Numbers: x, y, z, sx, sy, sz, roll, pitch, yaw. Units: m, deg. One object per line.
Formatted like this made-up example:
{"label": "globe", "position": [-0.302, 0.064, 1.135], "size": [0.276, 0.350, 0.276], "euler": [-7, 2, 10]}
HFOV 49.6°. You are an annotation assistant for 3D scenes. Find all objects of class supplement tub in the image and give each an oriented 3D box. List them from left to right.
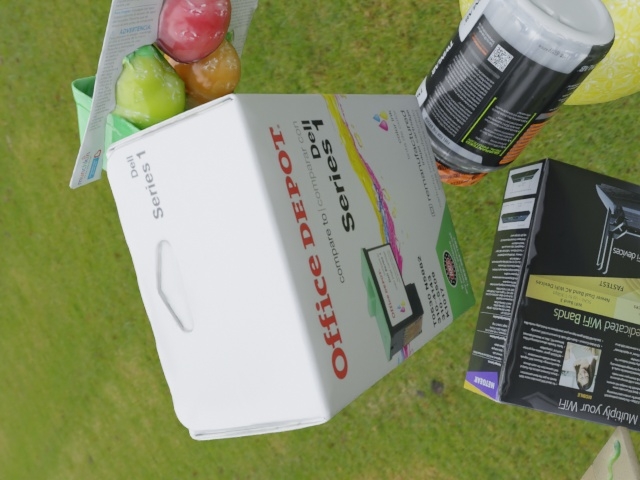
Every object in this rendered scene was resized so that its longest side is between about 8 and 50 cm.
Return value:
{"label": "supplement tub", "position": [0.160, -0.143, 0.627], "size": [0.117, 0.117, 0.190], "euler": [50, 140, 15]}

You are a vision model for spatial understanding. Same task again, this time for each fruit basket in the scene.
{"label": "fruit basket", "position": [-0.197, -0.260, 0.935], "size": [0.165, 0.327, 0.353], "euler": [28, 123, 15]}

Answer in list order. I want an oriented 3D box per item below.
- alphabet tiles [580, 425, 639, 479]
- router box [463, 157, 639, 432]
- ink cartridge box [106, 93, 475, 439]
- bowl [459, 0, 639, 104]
{"label": "alphabet tiles", "position": [0.223, 0.328, 0.528], "size": [0.011, 0.285, 0.343], "euler": [8, 130, -3]}
{"label": "router box", "position": [0.326, 0.073, 0.727], "size": [0.081, 0.308, 0.243], "euler": [171, 113, -77]}
{"label": "ink cartridge box", "position": [0.000, 0.000, 0.531], "size": [0.117, 0.278, 0.202], "euler": [-15, 92, 32]}
{"label": "bowl", "position": [0.254, -0.264, 0.742], "size": [0.289, 0.156, 0.290], "euler": [29, 137, 31]}
